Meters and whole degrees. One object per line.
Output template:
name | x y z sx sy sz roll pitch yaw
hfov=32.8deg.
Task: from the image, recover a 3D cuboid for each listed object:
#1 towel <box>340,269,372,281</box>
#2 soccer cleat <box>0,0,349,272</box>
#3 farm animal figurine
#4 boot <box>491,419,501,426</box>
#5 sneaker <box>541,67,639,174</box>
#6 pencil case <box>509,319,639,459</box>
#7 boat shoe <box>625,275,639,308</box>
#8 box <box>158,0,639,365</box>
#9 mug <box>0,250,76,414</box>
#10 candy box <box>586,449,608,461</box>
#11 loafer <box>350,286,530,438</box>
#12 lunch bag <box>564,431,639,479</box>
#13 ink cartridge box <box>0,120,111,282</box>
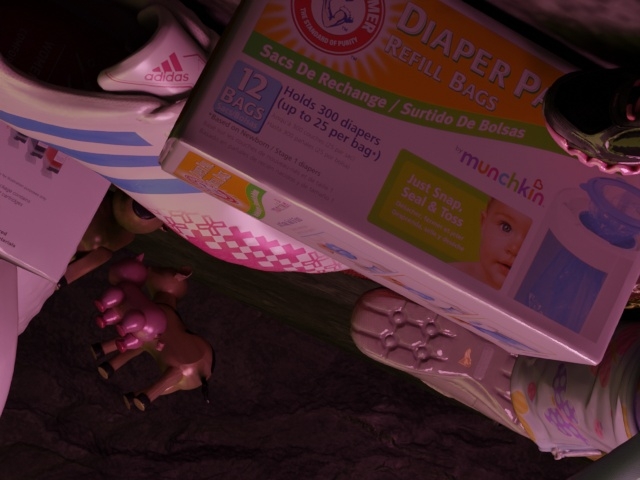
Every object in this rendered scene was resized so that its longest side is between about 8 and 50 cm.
towel | 0.000 0.000 1.133 0.199 0.031 0.275 28 173 -30
soccer cleat | -0.076 -0.070 0.656 0.331 0.116 0.143 26 162 -22
farm animal figurine | -0.240 0.005 1.259 0.327 0.172 0.330 15 129 50
boot | 0.358 0.239 1.433 0.229 0.091 0.263 15 172 25
sneaker | 0.144 -0.049 0.414 0.119 0.047 0.057 14 162 19
pencil case | 0.244 0.124 0.878 0.113 0.124 0.273 35 170 -4
boat shoe | 0.129 0.007 0.667 0.073 0.073 0.207 34 168 -34
box | 0.043 -0.040 0.492 0.203 0.114 0.103 27 173 -10
mug | -0.344 0.016 0.959 0.276 0.374 0.328 9 143 -41
candy box | 0.417 0.238 1.185 0.183 0.087 0.316 24 172 6
loafer | 0.184 0.134 1.204 0.319 0.112 0.111 27 -175 0
lunch bag | 0.278 0.158 0.625 0.262 0.160 0.223 25 135 -16
ink cartridge box | -0.215 -0.082 0.765 0.127 0.176 0.128 34 168 -32
